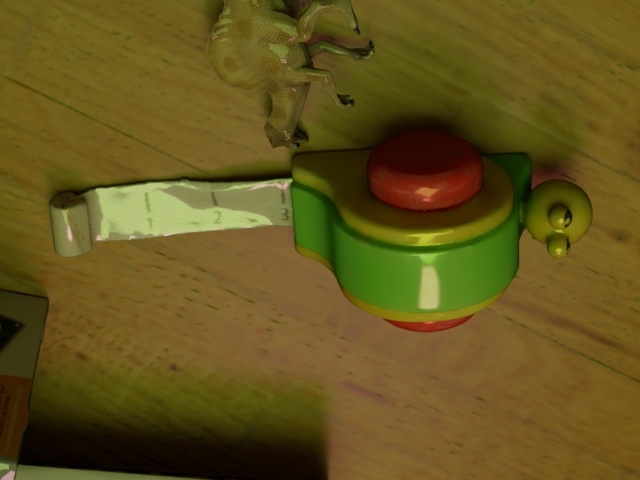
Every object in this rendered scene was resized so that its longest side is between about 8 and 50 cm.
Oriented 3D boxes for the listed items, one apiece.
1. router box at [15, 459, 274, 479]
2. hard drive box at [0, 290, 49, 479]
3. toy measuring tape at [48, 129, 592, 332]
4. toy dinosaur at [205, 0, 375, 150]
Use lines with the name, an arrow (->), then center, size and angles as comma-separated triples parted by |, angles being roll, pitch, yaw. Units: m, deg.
router box -> -0.163, 0.296, 1.092 | 0.335, 0.082, 0.301 | 6, 83, -6
hard drive box -> -0.291, 0.095, 1.007 | 0.232, 0.181, 0.089 | 10, 118, -9
toy measuring tape -> 0.000, 0.000, 1.005 | 0.330, 0.121, 0.121 | -4, 119, 0
toy dinosaur -> -0.026, -0.126, 0.968 | 0.092, 0.053, 0.183 | -18, 119, 9
